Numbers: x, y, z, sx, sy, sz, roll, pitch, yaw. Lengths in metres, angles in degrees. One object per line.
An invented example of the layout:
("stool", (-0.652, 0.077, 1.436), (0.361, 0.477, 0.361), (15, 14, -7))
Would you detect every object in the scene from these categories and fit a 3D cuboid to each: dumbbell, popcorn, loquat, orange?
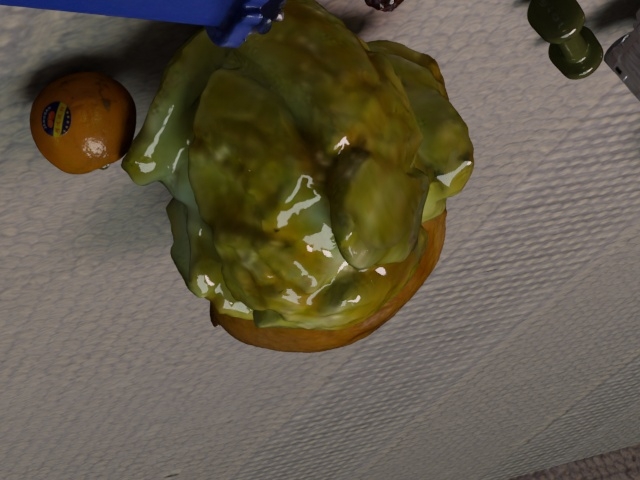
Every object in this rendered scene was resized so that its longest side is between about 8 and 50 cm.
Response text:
("dumbbell", (0.218, -0.183, 1.517), (0.046, 0.052, 0.118), (-36, 158, 7))
("popcorn", (-0.004, -0.055, 1.329), (0.276, 0.225, 0.276), (-42, 143, -42))
("loquat", (0.000, 0.000, 1.552), (0.238, 0.193, 0.238), (-17, 168, -4))
("orange", (-0.180, -0.090, 1.306), (0.083, 0.083, 0.083), (-19, 159, -8))

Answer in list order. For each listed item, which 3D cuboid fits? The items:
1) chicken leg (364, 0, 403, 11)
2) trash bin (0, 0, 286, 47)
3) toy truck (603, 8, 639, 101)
("chicken leg", (0.073, -0.267, 1.007), (0.177, 0.083, 0.322), (-57, 168, -16))
("trash bin", (-0.115, -0.214, 0.966), (0.234, 0.162, 0.184), (-4, 153, -28))
("toy truck", (0.384, -0.179, 1.602), (0.253, 0.114, 0.124), (-10, 145, -46))
